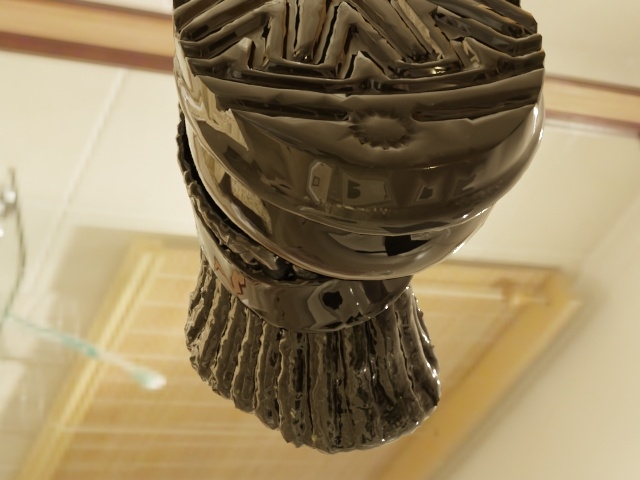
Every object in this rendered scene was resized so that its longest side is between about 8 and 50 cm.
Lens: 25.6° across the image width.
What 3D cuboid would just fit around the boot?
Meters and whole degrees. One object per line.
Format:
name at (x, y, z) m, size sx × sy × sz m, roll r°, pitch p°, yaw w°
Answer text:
boot at (0.004, -0.001, 0.621) m, size 0.348 × 0.131 × 0.260 m, roll -109°, pitch -164°, yaw -63°
